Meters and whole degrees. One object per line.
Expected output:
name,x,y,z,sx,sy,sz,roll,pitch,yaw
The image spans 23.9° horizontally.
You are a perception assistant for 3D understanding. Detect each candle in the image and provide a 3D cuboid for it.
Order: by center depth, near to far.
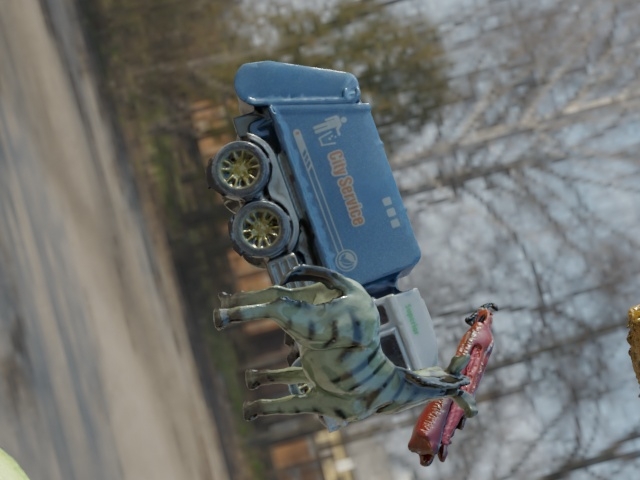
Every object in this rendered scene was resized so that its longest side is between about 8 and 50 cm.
candle,0.198,0.200,2.171,0.084,0.059,0.301,77,32,-47

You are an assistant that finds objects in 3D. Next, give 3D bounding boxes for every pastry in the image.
pastry,0.385,0.140,1.700,0.080,0.056,0.140,14,-59,47

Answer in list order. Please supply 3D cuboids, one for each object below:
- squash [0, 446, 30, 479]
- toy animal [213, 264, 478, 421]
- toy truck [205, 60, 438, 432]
squash,-0.451,0.315,1.786,0.049,0.252,0.252,-59,-153,26
toy animal,0.021,0.084,1.127,0.217,0.176,0.073,72,9,-52
toy truck,0.000,0.000,1.506,0.146,0.175,0.367,86,-14,-85
